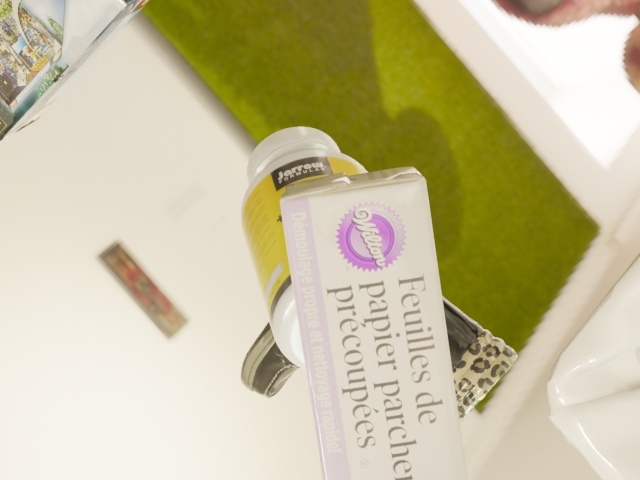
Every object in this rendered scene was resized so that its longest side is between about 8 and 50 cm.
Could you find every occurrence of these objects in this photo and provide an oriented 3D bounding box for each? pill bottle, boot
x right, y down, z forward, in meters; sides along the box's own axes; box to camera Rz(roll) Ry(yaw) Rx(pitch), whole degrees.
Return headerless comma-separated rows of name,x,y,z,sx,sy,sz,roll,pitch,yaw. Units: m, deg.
pill bottle,0.000,0.000,0.940,0.103,0.103,0.184,-41,-142,17
boot,0.043,0.105,1.128,0.085,0.178,0.236,-44,173,-47

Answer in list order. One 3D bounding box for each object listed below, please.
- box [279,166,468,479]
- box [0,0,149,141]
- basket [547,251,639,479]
box,0.037,0.131,0.594,0.063,0.324,0.067,-9,-172,0
box,-0.222,-0.196,0.810,0.159,0.233,0.044,-36,-174,41
basket,0.308,0.022,0.365,0.266,0.328,0.331,-14,145,-56
